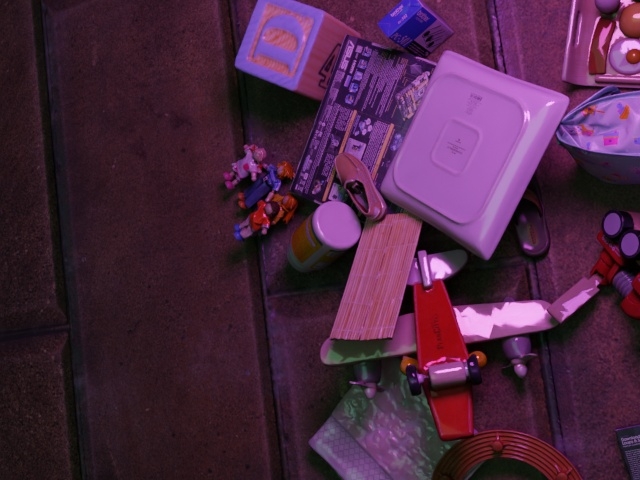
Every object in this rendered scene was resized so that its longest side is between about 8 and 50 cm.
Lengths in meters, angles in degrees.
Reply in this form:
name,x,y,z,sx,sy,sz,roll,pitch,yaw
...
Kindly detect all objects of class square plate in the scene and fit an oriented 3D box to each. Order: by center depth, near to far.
name,x,y,z,sx,sy,sz,roll,pitch,yaw
square plate,0.283,-0.186,1.626,0.347,0.049,0.344,37,108,44

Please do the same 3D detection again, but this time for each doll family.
name,x,y,z,sx,sy,sz,roll,pitch,yaw
doll family,-0.132,-0.116,1.989,0.163,0.118,0.263,-34,54,28

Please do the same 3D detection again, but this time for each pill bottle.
name,x,y,z,sx,sy,sz,roll,pitch,yaw
pill bottle,0.000,0.000,1.853,0.208,0.118,0.117,-43,65,58

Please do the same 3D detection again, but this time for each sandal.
name,x,y,z,sx,sy,sz,roll,pitch,yaw
sandal,0.425,-0.069,1.706,0.090,0.060,0.219,-17,80,26

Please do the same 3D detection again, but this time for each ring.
name,x,y,z,sx,sy,sz,roll,pitch,yaw
ring,0.389,0.561,1.679,0.337,0.032,0.336,2,95,20

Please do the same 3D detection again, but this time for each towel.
name,x,y,z,sx,sy,sz,roll,pitch,yaw
towel,0.169,0.461,1.819,0.332,0.053,0.317,44,107,22

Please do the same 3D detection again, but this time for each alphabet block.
name,x,y,z,sx,sy,sz,roll,pitch,yaw
alphabet block,-0.052,-0.448,1.900,0.192,0.197,0.193,28,100,25

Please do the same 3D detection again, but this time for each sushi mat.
name,x,y,z,sx,sy,sz,roll,pitch,yaw
sushi mat,0.122,0.071,1.688,0.151,0.019,0.316,-3,55,34

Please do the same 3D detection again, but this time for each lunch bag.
name,x,y,z,sx,sy,sz,roll,pitch,yaw
lunch bag,0.596,-0.195,1.532,0.262,0.223,0.160,0,82,29

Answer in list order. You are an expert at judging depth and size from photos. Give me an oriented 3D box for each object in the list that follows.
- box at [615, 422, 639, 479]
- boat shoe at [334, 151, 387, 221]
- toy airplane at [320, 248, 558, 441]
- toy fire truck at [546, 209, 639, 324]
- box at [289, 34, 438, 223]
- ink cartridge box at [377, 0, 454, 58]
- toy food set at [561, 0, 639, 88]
name,x,y,z,sx,sy,sz,roll,pitch,yaw
box,0.660,0.435,1.576,0.116,0.029,0.162,-20,80,25
boat shoe,0.078,-0.126,1.770,0.068,0.072,0.190,-48,58,23
toy airplane,0.247,0.211,1.701,0.386,0.272,0.384,27,61,34
toy fire truck,0.580,0.088,1.560,0.217,0.158,0.246,-114,37,-46
box,0.136,-0.237,1.847,0.318,0.097,0.395,24,99,28
ink cartridge box,0.211,-0.463,1.756,0.097,0.207,0.046,-39,71,20
toy food set,0.645,-0.413,1.578,0.306,0.092,0.219,9,96,26
